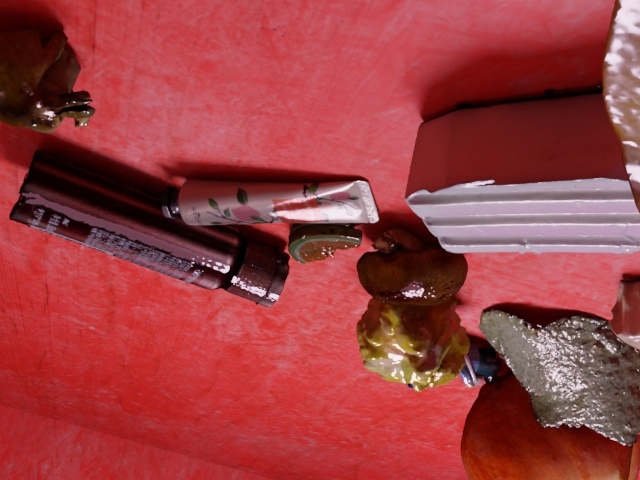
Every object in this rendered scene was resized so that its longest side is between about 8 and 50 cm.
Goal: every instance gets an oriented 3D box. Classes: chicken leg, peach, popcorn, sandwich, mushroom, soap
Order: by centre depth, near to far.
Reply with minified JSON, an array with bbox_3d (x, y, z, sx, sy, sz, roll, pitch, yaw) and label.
[{"bbox_3d":[0.194,-0.054,0.763,0.230,0.091,0.145,-1,155,29],"label":"soap"},{"bbox_3d":[-0.405,-0.152,0.835,0.429,0.153,0.201,3,167,6],"label":"chicken leg"},{"bbox_3d":[0.104,0.030,1.023,0.127,0.087,0.127,3,177,0],"label":"mushroom"},{"bbox_3d":[-0.002,0.000,1.056,0.067,0.029,0.135,22,155,-15],"label":"sandwich"},{"bbox_3d":[0.118,0.122,1.145,0.145,0.126,0.126,44,142,-6],"label":"popcorn"},{"bbox_3d":[0.306,0.277,1.288,0.232,0.257,0.232,-16,135,-16],"label":"peach"}]

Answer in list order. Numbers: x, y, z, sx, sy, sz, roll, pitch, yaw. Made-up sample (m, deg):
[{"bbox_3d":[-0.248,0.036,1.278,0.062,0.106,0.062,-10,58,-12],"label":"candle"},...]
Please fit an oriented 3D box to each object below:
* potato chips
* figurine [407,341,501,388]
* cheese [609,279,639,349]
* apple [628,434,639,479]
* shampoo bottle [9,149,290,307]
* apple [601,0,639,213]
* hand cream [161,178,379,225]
[{"bbox_3d":[0.304,0.160,1.153,0.228,0.059,0.167,10,115,17],"label":"potato chips"},{"bbox_3d":[0.176,0.162,1.256,0.149,0.086,0.087,10,122,-17],"label":"figurine"},{"bbox_3d":[0.442,0.084,0.952,0.249,0.071,0.163,12,156,2],"label":"cheese"},{"bbox_3d":[0.384,0.370,1.497,0.251,0.163,0.293,9,154,8],"label":"apple"},{"bbox_3d":[-0.194,-0.008,1.079,0.323,0.084,0.129,21,159,-17],"label":"shampoo bottle"},{"bbox_3d":[0.318,-0.071,0.432,0.329,0.295,0.365,-27,133,17],"label":"apple"},{"bbox_3d":[-0.057,-0.041,0.987,0.234,0.050,0.080,0,150,14],"label":"hand cream"}]
